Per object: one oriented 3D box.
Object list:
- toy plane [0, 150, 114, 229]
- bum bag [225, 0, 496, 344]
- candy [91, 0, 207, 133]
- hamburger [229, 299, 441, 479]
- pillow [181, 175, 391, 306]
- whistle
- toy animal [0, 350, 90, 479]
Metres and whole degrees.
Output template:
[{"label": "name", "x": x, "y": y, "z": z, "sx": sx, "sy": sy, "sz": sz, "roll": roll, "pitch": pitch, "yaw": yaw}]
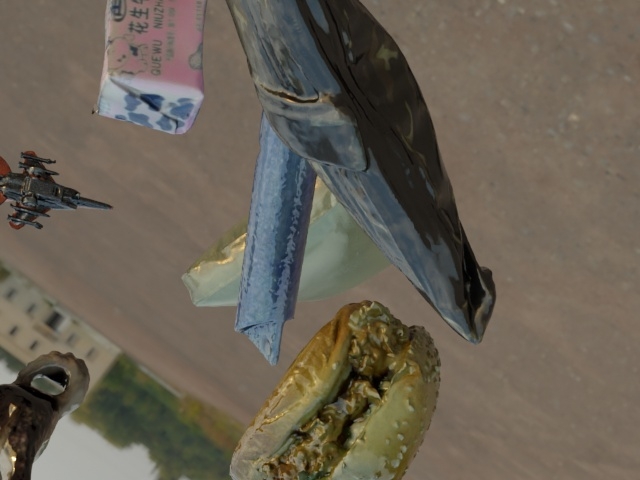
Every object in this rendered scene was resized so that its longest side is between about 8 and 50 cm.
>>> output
[{"label": "toy plane", "x": -0.412, "y": -0.071, "z": 1.691, "sx": 0.189, "sy": 0.130, "sz": 0.061, "roll": 9, "pitch": 161, "yaw": -9}, {"label": "bum bag", "x": 0.008, "y": -0.065, "z": 0.489, "sx": 0.102, "sy": 0.069, "sz": 0.248, "roll": 20, "pitch": 140, "yaw": 61}, {"label": "candy", "x": -0.151, "y": -0.179, "z": 0.981, "sx": 0.092, "sy": 0.160, "sz": 0.073, "roll": 7, "pitch": 149, "yaw": -15}, {"label": "hamburger", "x": 0.023, "y": 0.147, "z": 0.909, "sx": 0.122, "sy": 0.189, "sz": 0.215, "roll": 33, "pitch": 166, "yaw": 7}, {"label": "pillow", "x": 0.000, "y": 0.000, "z": 1.375, "sx": 0.119, "sy": 0.255, "sz": 0.322, "roll": 61, "pitch": -160, "yaw": 13}, {"label": "whistle", "x": -0.040, "y": -0.018, "z": 1.033, "sx": 0.062, "sy": 0.062, "sz": 0.304, "roll": 30, "pitch": 127, "yaw": 30}, {"label": "toy animal", "x": -0.538, "y": 0.231, "z": 1.636, "sx": 0.344, "sy": 0.302, "sz": 0.194, "roll": 32, "pitch": 143, "yaw": -1}]
